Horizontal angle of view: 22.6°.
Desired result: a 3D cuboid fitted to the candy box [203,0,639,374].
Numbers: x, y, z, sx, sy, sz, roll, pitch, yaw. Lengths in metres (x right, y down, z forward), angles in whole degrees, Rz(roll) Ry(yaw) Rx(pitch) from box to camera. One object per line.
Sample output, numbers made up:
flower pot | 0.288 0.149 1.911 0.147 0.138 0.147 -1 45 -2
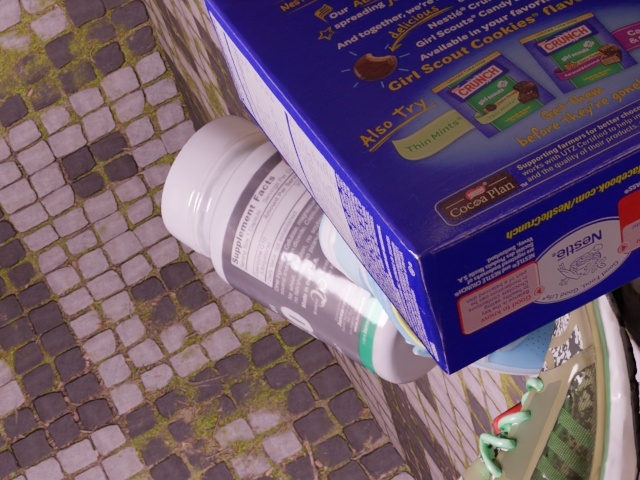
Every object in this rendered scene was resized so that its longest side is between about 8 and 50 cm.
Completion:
candy box | 0.110 -0.102 1.038 0.317 0.268 0.122 54 166 43

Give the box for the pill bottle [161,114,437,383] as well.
pill bottle | 0.000 0.000 1.887 0.361 0.204 0.204 30 157 28

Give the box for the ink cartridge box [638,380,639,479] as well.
ink cartridge box | 0.183 0.332 1.623 0.166 0.395 0.285 61 172 19

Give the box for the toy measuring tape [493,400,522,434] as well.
toy measuring tape | 0.248 0.252 1.929 0.121 0.121 0.330 60 172 7

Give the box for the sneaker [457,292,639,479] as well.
sneaker | 0.194 0.194 1.423 0.158 0.182 0.410 55 -146 -69

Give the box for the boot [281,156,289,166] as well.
boot | 0.020 -0.170 1.709 0.106 0.082 0.219 34 110 55

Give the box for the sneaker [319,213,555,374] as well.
sneaker | 0.154 0.076 1.548 0.319 0.127 0.208 29 -171 -26
